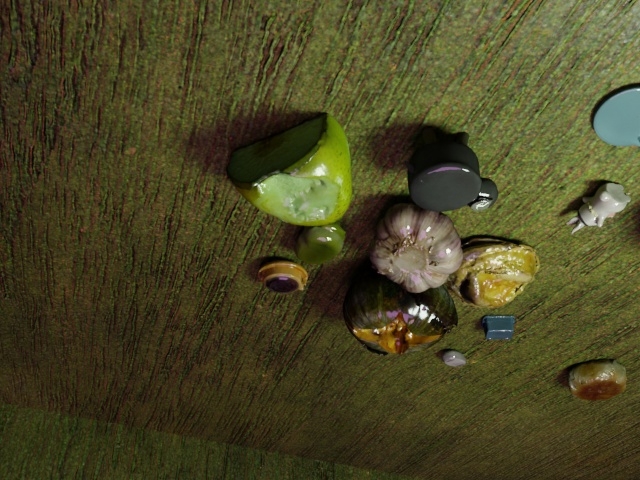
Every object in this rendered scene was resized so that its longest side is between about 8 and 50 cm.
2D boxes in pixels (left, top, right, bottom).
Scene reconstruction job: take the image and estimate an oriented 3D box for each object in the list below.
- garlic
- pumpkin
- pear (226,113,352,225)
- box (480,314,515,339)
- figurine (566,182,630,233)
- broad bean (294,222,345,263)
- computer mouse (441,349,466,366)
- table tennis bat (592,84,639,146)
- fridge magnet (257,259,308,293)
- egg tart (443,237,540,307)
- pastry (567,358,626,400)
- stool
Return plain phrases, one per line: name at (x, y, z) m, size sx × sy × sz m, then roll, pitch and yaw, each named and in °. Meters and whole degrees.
garlic at (0.240, 0.006, 1.668) m, size 0.245 × 0.160 × 0.244 m, roll 12°, pitch 130°, yaw 14°
pumpkin at (0.213, 0.194, 1.871) m, size 0.321 × 0.192 × 0.320 m, roll 6°, pitch 147°, yaw 4°
pear at (-0.046, -0.124, 1.511) m, size 0.293 × 0.159 × 0.292 m, roll 1°, pitch 145°, yaw 0°
box at (0.552, 0.272, 2.075) m, size 0.100 × 0.054 × 0.074 m, roll -1°, pitch 145°, yaw 4°
figurine at (0.670, -0.065, 1.597) m, size 0.098 × 0.081 × 0.146 m, roll 12°, pitch 142°, yaw -12°
broad bean at (0.000, 0.000, 1.741) m, size 0.125 × 0.082 × 0.174 m, roll 9°, pitch 153°, yaw -7°
computer mouse at (0.451, 0.395, 2.259) m, size 0.066 × 0.039 × 0.096 m, roll -27°, pitch 141°, yaw 34°
table tennis bat at (0.677, -0.233, 1.412) m, size 0.153 × 0.040 × 0.244 m, roll -25°, pitch 131°, yaw 34°
fridge magnet at (-0.107, 0.104, 1.891) m, size 0.143 × 0.063 × 0.143 m, roll 1°, pitch 146°, yaw 0°
egg tart at (0.462, 0.109, 1.816) m, size 0.297 × 0.132 × 0.297 m, roll -3°, pitch 145°, yaw -2°
pastry at (0.949, 0.481, 2.293) m, size 0.193 × 0.093 × 0.182 m, roll -12°, pitch 138°, yaw 19°
stool at (0.282, -0.144, 1.472) m, size 0.153 × 0.139 × 0.228 m, roll -23°, pitch 137°, yaw 31°
